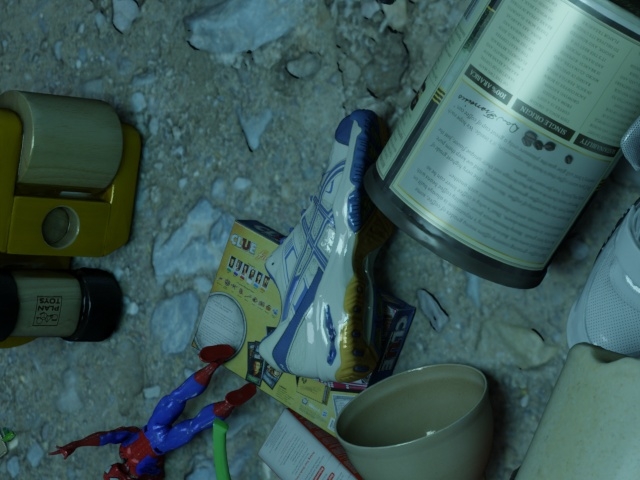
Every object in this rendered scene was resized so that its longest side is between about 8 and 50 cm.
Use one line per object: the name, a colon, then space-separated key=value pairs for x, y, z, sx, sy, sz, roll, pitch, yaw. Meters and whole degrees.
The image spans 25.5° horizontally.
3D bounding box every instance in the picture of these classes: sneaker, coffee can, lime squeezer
sneaker: x=0.000 y=0.000 z=1.494 sx=0.131 sy=0.112 sz=0.296 roll=0 pitch=71 yaw=28
coffee can: x=0.194 y=-0.122 z=1.338 sx=0.201 sy=0.202 sz=0.275 roll=42 pitch=113 yaw=28
sneaker: x=0.313 y=-0.018 z=1.248 sx=0.137 sy=0.210 sz=0.365 roll=48 pitch=116 yaw=26
lime squeezer: x=-0.153 y=0.334 z=1.648 sx=0.310 sy=0.110 sz=0.058 roll=-51 pitch=29 yaw=32

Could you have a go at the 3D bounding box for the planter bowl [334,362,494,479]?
planter bowl: x=0.107 y=0.212 z=1.441 sx=0.162 sy=0.162 sz=0.109 roll=-7 pitch=111 yaw=35

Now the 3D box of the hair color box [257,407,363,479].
hair color box: x=0.002 y=0.255 z=1.571 sx=0.141 sy=0.043 sz=0.072 roll=43 pitch=113 yaw=29

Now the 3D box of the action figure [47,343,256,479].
action figure: x=-0.207 y=0.229 z=1.648 sx=0.280 sy=0.139 sz=0.091 roll=-45 pitch=69 yaw=42

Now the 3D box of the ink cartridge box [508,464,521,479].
ink cartridge box: x=0.145 y=0.297 z=1.379 sx=0.066 sy=0.189 sz=0.232 roll=21 pitch=103 yaw=20

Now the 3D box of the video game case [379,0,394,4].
video game case: x=0.103 y=-0.418 z=1.514 sx=0.274 sy=0.026 sz=0.196 roll=-48 pitch=64 yaw=27

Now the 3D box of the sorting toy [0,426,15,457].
sorting toy: x=-0.443 y=0.265 z=1.907 sx=0.083 sy=0.012 sz=0.062 roll=-37 pitch=69 yaw=30

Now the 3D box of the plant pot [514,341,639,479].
plant pot: x=0.279 y=0.258 z=1.197 sx=0.334 sy=0.334 sz=0.305 roll=14 pitch=87 yaw=35

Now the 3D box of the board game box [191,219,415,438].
board game box: x=-0.024 y=0.098 z=1.590 sx=0.243 sy=0.042 sz=0.165 roll=29 pitch=106 yaw=32

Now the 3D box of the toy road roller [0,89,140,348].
toy road roller: x=-0.382 y=-0.028 z=1.758 sx=0.241 sy=0.203 sz=0.329 roll=19 pitch=102 yaw=45
